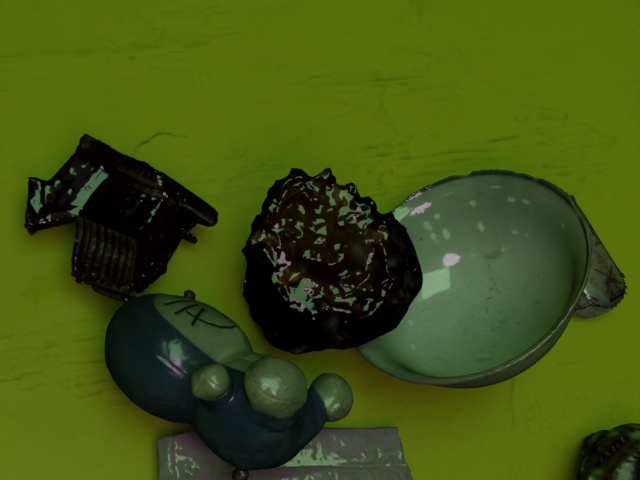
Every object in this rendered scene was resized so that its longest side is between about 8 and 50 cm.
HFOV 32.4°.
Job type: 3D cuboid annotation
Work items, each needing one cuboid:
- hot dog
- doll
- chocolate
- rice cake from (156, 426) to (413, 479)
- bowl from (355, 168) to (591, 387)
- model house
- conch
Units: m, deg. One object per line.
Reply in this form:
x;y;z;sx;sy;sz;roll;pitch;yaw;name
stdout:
0.336;0.015;1.486;0.108;0.059;0.191;-27;79;-24;hot dog
-0.114;0.144;1.208;0.258;0.228;0.154;37;97;24;doll
0.000;0.000;1.273;0.206;0.177;0.224;17;57;32;chocolate
-0.037;0.267;1.259;0.297;0.050;0.106;0;65;-16;rice cake
0.194;0.077;1.343;0.313;0.146;0.313;-18;44;19;bowl
-0.252;-0.024;1.302;0.203;0.141;0.164;28;80;19;model house
0.386;0.311;1.334;0.187;0.124;0.181;23;49;-33;conch
